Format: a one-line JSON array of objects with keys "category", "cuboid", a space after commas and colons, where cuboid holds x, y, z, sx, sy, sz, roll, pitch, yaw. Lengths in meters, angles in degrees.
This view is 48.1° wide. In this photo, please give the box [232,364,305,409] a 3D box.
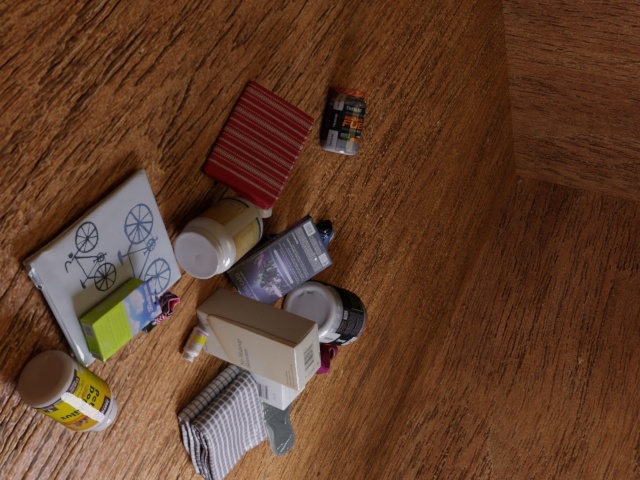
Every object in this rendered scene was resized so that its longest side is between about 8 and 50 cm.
[{"category": "box", "cuboid": [-0.149, 0.361, 2.070, 0.119, 0.181, 0.181, -40, 138, -48]}]

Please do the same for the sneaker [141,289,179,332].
[{"category": "sneaker", "cuboid": [-0.374, 0.169, 1.681, 0.119, 0.057, 0.047, -58, 151, -25]}]

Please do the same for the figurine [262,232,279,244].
[{"category": "figurine", "cuboid": [-0.106, 0.076, 2.113, 0.215, 0.092, 0.209, -19, 130, -58]}]

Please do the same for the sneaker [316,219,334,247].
[{"category": "sneaker", "cuboid": [-0.001, 0.000, 2.275, 0.084, 0.058, 0.152, 80, 33, -51]}]

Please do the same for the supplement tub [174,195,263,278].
[{"category": "supplement tub", "cuboid": [-0.242, -0.008, 1.711, 0.200, 0.144, 0.144, -45, 142, -53]}]

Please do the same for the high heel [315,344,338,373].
[{"category": "high heel", "cuboid": [0.031, 0.415, 2.506, 0.244, 0.117, 0.082, 7, 99, -62]}]

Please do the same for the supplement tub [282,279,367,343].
[{"category": "supplement tub", "cuboid": [0.028, 0.241, 2.321, 0.316, 0.194, 0.193, 24, 83, -62]}]

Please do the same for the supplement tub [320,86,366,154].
[{"category": "supplement tub", "cuboid": [0.072, -0.358, 2.151, 0.117, 0.117, 0.190, -9, 112, -60]}]

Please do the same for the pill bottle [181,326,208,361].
[{"category": "pill bottle", "cuboid": [-0.324, 0.268, 1.842, 0.083, 0.043, 0.043, -64, 151, -16]}]

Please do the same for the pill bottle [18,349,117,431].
[{"category": "pill bottle", "cuboid": [-0.503, 0.314, 1.455, 0.117, 0.117, 0.215, -61, 151, -22]}]

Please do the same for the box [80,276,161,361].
[{"category": "box", "cuboid": [-0.420, 0.160, 1.522, 0.178, 0.042, 0.109, -45, 141, -43]}]

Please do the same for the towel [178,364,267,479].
[{"category": "towel", "cuboid": [-0.267, 0.524, 2.009, 0.235, 0.121, 0.283, -46, 142, -41]}]

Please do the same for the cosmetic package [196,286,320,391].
[{"category": "cosmetic package", "cuboid": [-0.159, 0.251, 1.852, 0.113, 0.309, 0.160, -45, 140, -44]}]

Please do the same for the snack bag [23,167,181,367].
[{"category": "snack bag", "cuboid": [-0.444, 0.064, 1.516, 0.342, 0.037, 0.323, -50, 144, -38]}]

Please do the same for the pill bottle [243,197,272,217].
[{"category": "pill bottle", "cuboid": [-0.156, -0.149, 1.867, 0.094, 0.094, 0.169, -26, 127, -55]}]

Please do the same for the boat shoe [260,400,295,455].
[{"category": "boat shoe", "cuboid": [-0.155, 0.540, 2.272, 0.118, 0.103, 0.320, -29, 127, -29]}]

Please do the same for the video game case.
[{"category": "video game case", "cuboid": [-0.110, 0.071, 1.989, 0.274, 0.026, 0.196, -33, 134, -8]}]

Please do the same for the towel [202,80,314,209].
[{"category": "towel", "cuboid": [-0.151, -0.235, 1.779, 0.199, 0.031, 0.274, 30, 73, -16]}]
